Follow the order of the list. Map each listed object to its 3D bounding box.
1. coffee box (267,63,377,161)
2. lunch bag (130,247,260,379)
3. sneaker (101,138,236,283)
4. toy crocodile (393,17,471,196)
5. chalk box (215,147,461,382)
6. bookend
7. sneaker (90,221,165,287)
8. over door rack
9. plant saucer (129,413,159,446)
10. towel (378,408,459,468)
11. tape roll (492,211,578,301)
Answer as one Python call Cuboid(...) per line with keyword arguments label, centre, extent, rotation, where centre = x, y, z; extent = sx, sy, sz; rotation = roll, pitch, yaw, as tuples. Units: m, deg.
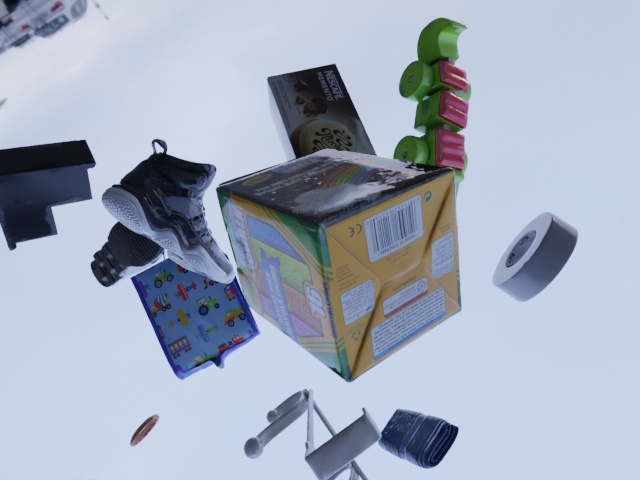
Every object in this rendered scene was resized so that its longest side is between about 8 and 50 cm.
Cuboid(label="coffee box", centre=(0.000, -0.234, 1.032), extent=(0.168, 0.119, 0.297), rotation=(-15, -114, -10))
Cuboid(label="lunch bag", centre=(-0.293, 0.176, 1.130), extent=(0.221, 0.138, 0.293), rotation=(-28, -115, -4))
Cuboid(label="sneaker", centre=(-0.204, -0.042, 0.754), extent=(0.101, 0.268, 0.153), rotation=(14, -113, 40))
Cuboid(label="toy crocodile", centre=(0.200, -0.199, 0.772), extent=(0.105, 0.115, 0.340), rotation=(-14, -111, 61))
Cuboid(label="chalk box", centre=(0.000, 0.000, 0.569), extent=(0.180, 0.179, 0.289), rotation=(-24, -153, -28))
Cuboid(label="bookend", centre=(-0.465, -0.079, 0.788), extent=(0.157, 0.156, 0.072), rotation=(-17, -128, -30))
Cuboid(label="sneaker", centre=(-0.446, 0.009, 1.157), extent=(0.330, 0.122, 0.146), rotation=(-24, -176, 42))
Cuboid(label="over door rack", centre=(0.033, 0.276, 0.454), extent=(0.108, 0.239, 0.324), rotation=(-35, 175, -17))
Cuboid(label="plant saucer", centre=(-0.404, 0.433, 1.060), extent=(0.013, 0.083, 0.083), rotation=(36, -113, 10))
Cuboid(label="towel", centre=(0.127, 0.262, 0.612), extent=(0.067, 0.029, 0.119), rotation=(-46, -170, -24))
Cuboid(label="tape roll", centre=(0.514, 0.039, 1.120), extent=(0.219, 0.072, 0.219), rotation=(-54, 175, -7))
